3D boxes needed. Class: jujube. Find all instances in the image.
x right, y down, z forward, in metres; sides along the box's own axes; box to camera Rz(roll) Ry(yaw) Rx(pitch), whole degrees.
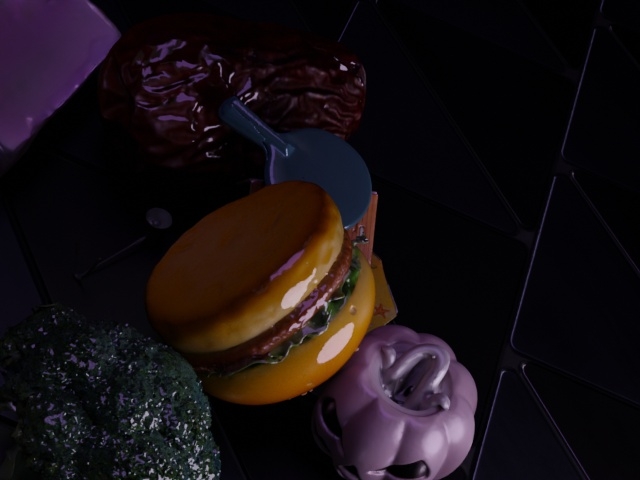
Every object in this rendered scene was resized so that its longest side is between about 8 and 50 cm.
[{"bbox_3d":[-0.102,-0.176,1.461,0.342,0.216,0.216,-10,57,-32],"label":"jujube"}]

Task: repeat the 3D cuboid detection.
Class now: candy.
[{"bbox_3d":[-0.365,-0.204,1.407,0.155,0.116,0.265,46,47,-20],"label":"candy"}]

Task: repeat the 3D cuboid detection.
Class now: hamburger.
[{"bbox_3d":[-0.051,0.063,1.221,0.170,0.246,0.246,57,45,-24],"label":"hamburger"}]

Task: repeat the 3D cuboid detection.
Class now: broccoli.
[{"bbox_3d":[-0.228,0.198,1.117,0.270,0.270,0.270,-38,68,-2],"label":"broccoli"}]

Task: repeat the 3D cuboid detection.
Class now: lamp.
[{"bbox_3d":[-0.225,0.006,1.366,0.121,0.054,0.041,-26,65,-41],"label":"lamp"}]

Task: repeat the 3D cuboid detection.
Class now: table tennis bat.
[{"bbox_3d":[-0.030,-0.090,1.331,0.201,0.033,0.124,38,61,-5],"label":"table tennis bat"}]

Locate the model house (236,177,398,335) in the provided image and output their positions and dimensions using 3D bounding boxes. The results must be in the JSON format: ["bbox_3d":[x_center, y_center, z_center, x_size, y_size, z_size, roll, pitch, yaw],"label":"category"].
[{"bbox_3d":[0.000,0.000,1.386,0.219,0.136,0.207,6,50,-15],"label":"model house"}]

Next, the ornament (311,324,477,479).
[{"bbox_3d":[0.080,0.175,1.260,0.178,0.177,0.177,9,51,-12],"label":"ornament"}]
